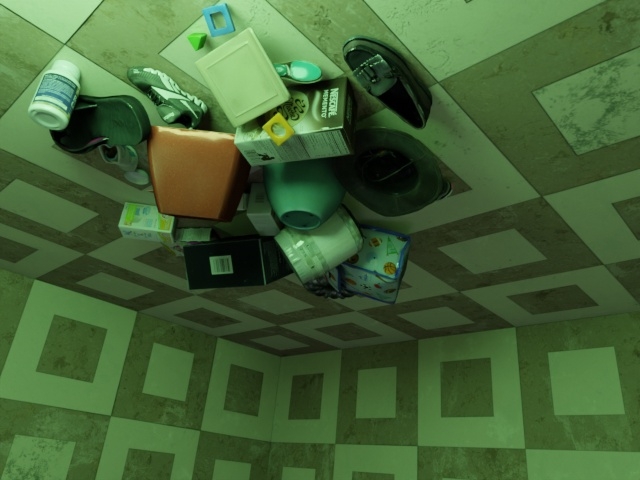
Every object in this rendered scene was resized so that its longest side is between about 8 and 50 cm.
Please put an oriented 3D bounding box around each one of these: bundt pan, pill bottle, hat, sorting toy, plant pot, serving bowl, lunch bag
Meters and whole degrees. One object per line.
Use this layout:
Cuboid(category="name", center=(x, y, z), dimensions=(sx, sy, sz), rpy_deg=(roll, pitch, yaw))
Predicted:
Cuboid(category="bundt pan", center=(0.056, 0.186, 2.400), dimensions=(0.331, 0.124, 0.331), rpy_deg=(5, 154, 3))
Cuboid(category="pill bottle", center=(-0.681, -0.380, 1.318), dimensions=(0.094, 0.169, 0.094), rpy_deg=(5, 155, 2))
Cuboid(category="hat", center=(0.203, -0.228, 1.499), dimensions=(0.331, 0.134, 0.331), rpy_deg=(11, 139, 10))
Cuboid(category="sorting toy", center=(-0.181, -0.385, 1.218), dimensions=(0.196, 0.047, 0.348), rpy_deg=(-17, 115, 33))
Cuboid(category="plant pot", center=(-0.053, -0.150, 1.640), dimensions=(0.290, 0.195, 0.290), rpy_deg=(5, 154, 2))
Cuboid(category="plant pot", center=(-0.352, -0.179, 1.491), dimensions=(0.267, 0.236, 0.267), rpy_deg=(6, 179, -1))
Cuboid(category="serving bowl", center=(-0.642, -0.230, 1.786), dimensions=(0.083, 0.027, 0.083), rpy_deg=(4, 154, 2))
Cuboid(category="lunch bag", center=(0.146, 0.084, 2.059), dimensions=(0.385, 0.239, 0.328), rpy_deg=(18, 157, 12))

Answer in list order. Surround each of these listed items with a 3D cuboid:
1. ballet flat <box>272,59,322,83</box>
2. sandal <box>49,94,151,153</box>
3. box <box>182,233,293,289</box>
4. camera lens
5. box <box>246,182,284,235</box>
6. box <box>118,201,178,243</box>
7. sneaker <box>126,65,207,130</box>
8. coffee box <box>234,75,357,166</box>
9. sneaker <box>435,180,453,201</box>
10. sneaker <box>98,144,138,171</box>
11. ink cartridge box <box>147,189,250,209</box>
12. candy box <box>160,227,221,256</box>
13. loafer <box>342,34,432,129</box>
Cuboid(category="ballet flat", center=(-0.075, -0.419, 1.270), dimensions=(0.168, 0.057, 0.052), rpy_deg=(6, -178, 7))
Cuboid(category="sandal", center=(-0.651, -0.318, 1.402), dimensions=(0.446, 0.107, 0.167), rpy_deg=(1, 120, 36))
Cuboid(category="box", center=(-0.306, 0.074, 2.025), dimensions=(0.343, 0.179, 0.312), rpy_deg=(-5, -174, 22))
Cuboid(category="camera lens", center=(0.000, 0.000, 1.815), dimensions=(0.274, 0.219, 0.219), rpy_deg=(-33, 153, -7))
Cuboid(category="box", center=(-0.189, -0.110, 1.826), dimensions=(0.091, 0.130, 0.170), rpy_deg=(0, 155, 12))
Cuboid(category="box", center=(-0.679, -0.069, 2.027), dimensions=(0.203, 0.114, 0.103), rpy_deg=(8, 153, -5))
Cuboid(category="sneaker", center=(-0.409, -0.370, 1.357), dimensions=(0.078, 0.106, 0.234), rpy_deg=(-19, 145, 39))
Cuboid(category="coffee box", center=(-0.060, -0.309, 1.343), dimensions=(0.297, 0.168, 0.119), rpy_deg=(-4, 153, 18))
Cuboid(category="sneaker", center=(0.352, -0.163, 1.681), dimensions=(0.170, 0.063, 0.075), rpy_deg=(-11, 156, 40))
Cuboid(category="sneaker", center=(-0.650, -0.277, 1.617), dimensions=(0.087, 0.092, 0.229), rpy_deg=(2, 155, 3))
Cuboid(category="ink cartridge box", center=(-0.403, -0.137, 1.769), dimensions=(0.296, 0.066, 0.261), rpy_deg=(0, -178, 12))
Cuboid(category="candy box", center=(-0.556, 0.009, 2.215), dimensions=(0.233, 0.071, 0.159), rpy_deg=(0, 154, 13))
Cuboid(category="loafer", center=(0.172, -0.377, 1.237), dimensions=(0.302, 0.095, 0.109), rpy_deg=(27, 147, -37))
